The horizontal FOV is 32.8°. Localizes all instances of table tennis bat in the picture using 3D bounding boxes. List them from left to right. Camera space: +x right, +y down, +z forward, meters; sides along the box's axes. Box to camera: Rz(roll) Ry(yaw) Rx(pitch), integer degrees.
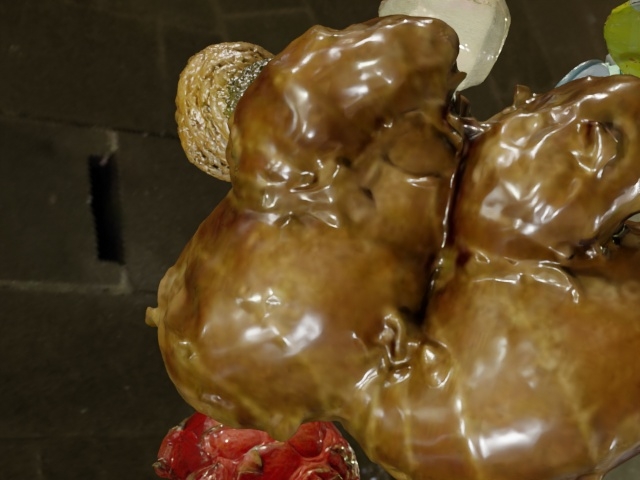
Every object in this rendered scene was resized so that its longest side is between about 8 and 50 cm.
[{"bbox_3d":[0.281,-0.141,1.252,0.100,0.155,0.019,-14,48,-40],"label":"table tennis bat"}]

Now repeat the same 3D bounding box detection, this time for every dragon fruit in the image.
[{"bbox_3d":[-0.090,0.378,1.731,0.342,0.277,0.277,36,41,28],"label":"dragon fruit"}]

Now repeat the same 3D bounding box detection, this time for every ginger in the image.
[{"bbox_3d":[0.083,0.017,0.648,0.357,0.274,0.152,18,14,6],"label":"ginger"}]

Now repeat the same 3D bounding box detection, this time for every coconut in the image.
[{"bbox_3d":[0.221,-0.391,1.995,0.234,0.224,0.224,24,57,-8],"label":"coconut"}]

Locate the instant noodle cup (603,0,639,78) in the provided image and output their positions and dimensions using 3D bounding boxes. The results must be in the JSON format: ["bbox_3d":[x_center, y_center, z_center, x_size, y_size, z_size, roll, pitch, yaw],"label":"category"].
[{"bbox_3d":[0.376,-0.185,0.814,0.264,0.264,0.200,33,83,-24],"label":"instant noodle cup"}]

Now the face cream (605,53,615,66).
[{"bbox_3d":[0.571,-0.279,1.664,0.101,0.251,0.101,-19,90,-84],"label":"face cream"}]

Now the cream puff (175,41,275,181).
[{"bbox_3d":[-0.074,-0.162,1.387,0.183,0.169,0.183,-6,98,-48],"label":"cream puff"}]

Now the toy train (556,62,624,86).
[{"bbox_3d":[0.376,-0.164,1.488,0.071,0.111,0.170,45,46,-49],"label":"toy train"}]
